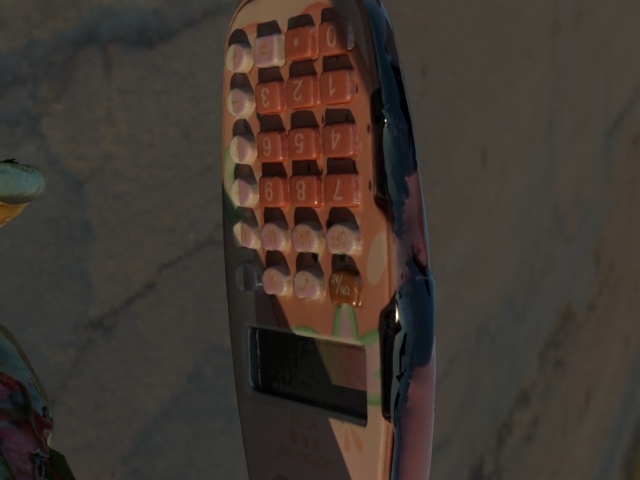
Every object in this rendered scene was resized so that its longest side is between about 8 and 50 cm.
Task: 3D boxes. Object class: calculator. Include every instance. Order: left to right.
[{"bbox_3d":[0.000,0.000,0.906,0.048,0.220,0.329,-6,95,-25],"label":"calculator"}]

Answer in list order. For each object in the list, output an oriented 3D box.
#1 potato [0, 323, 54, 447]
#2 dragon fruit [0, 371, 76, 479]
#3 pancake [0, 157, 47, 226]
[{"bbox_3d":[-0.405,0.125,1.401,0.369,0.176,0.195,27,82,-42],"label":"potato"},{"bbox_3d":[-0.182,0.150,0.715,0.166,0.160,0.172,125,-33,-56],"label":"dragon fruit"},{"bbox_3d":[-0.338,-0.011,1.206,0.049,0.282,0.282,70,18,6],"label":"pancake"}]
